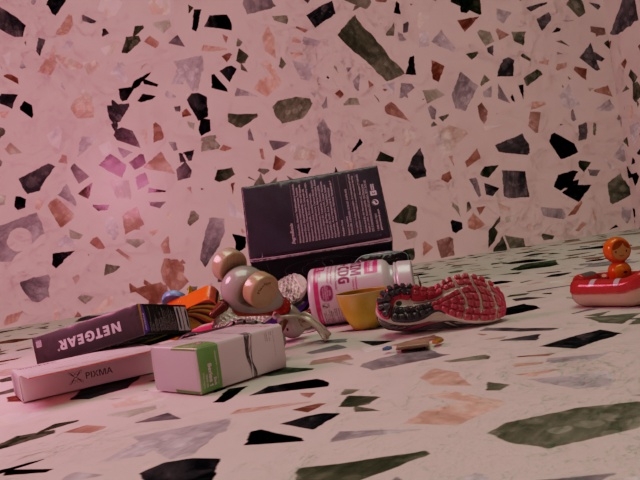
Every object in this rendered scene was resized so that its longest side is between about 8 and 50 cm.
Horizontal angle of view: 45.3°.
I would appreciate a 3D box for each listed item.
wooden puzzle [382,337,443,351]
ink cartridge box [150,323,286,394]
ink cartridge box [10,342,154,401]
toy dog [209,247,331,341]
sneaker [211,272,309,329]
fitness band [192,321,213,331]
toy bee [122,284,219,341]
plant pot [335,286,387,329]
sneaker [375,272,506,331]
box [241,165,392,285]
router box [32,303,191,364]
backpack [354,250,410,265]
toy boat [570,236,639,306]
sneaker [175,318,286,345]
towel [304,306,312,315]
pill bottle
[{"bbox_3d":[0.189,0.214,1.554,0.116,0.014,0.078,-8,-3,16],"label":"wooden puzzle"},{"bbox_3d":[-0.199,0.232,1.528,0.219,0.093,0.160,-9,2,-44],"label":"ink cartridge box"},{"bbox_3d":[-0.505,0.288,1.678,0.296,0.066,0.261,-10,0,-28],"label":"ink cartridge box"},{"bbox_3d":[-0.152,0.171,1.818,0.161,0.334,0.220,-49,29,-10],"label":"toy dog"},{"bbox_3d":[-0.151,0.216,2.121,0.293,0.102,0.146,-27,-35,-3],"label":"sneaker"},{"bbox_3d":[-0.338,0.260,2.362,0.209,0.054,0.291,-6,2,3],"label":"fitness band"},{"bbox_3d":[-0.393,0.213,2.130,0.298,0.195,0.162,1,-38,30],"label":"toy bee"},{"bbox_3d":[0.112,0.175,1.953,0.134,0.095,0.134,-9,1,0],"label":"plant pot"},{"bbox_3d":[0.276,0.150,1.766,0.299,0.121,0.112,-1,-29,2],"label":"sneaker"},{"bbox_3d":[0.000,0.000,2.714,0.471,0.297,0.480,-10,-23,0],"label":"box"},{"bbox_3d":[-0.518,0.238,1.927,0.308,0.081,0.243,-18,-10,15],"label":"router box"},{"bbox_3d":[0.197,0.116,2.473,0.188,0.166,0.144,-5,-1,0],"label":"backpack"},{"bbox_3d":[0.678,0.066,1.730,0.151,0.151,0.231,-10,2,-38],"label":"toy boat"},{"bbox_3d":[-0.195,0.225,1.717,0.267,0.101,0.106,-6,-3,21],"label":"sneaker"},{"bbox_3d":[-0.038,0.220,2.391,0.329,0.037,0.237,-9,1,-27],"label":"towel"},{"bbox_3d":[0.116,0.138,2.101,0.283,0.160,0.160,-8,1,8],"label":"pill bottle"}]
